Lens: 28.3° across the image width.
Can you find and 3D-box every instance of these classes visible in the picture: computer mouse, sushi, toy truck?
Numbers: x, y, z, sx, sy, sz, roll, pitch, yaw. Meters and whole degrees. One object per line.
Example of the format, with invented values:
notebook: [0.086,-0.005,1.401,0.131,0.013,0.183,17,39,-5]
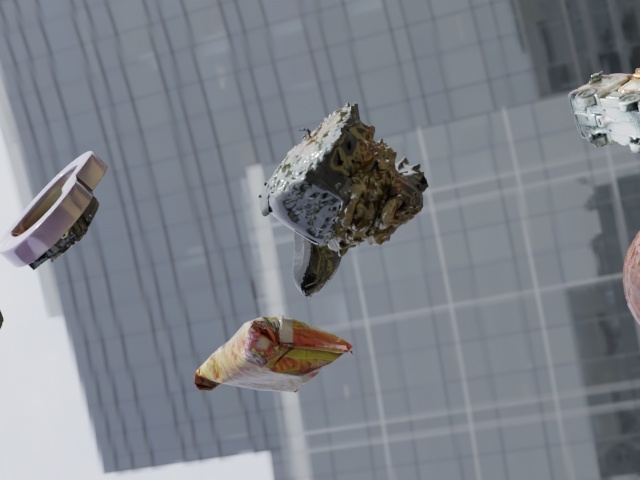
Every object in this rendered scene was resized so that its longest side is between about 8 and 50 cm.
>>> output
computer mouse: [0.000,0.000,2.363,0.122,0.073,0.217,-17,-71,-61]
sushi: [0.047,-0.080,2.018,0.218,0.225,0.238,34,-125,-17]
toy truck: [0.547,-0.221,2.129,0.135,0.270,0.114,-31,-66,-23]

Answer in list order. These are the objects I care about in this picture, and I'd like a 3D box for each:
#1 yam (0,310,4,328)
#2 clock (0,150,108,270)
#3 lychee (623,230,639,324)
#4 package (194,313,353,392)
yam: [-0.444,0.111,1.571,0.146,0.069,0.070,-3,-98,-74]
clock: [-0.346,-0.023,1.647,0.064,0.172,0.198,44,-157,-17]
lychee: [0.522,0.055,1.690,0.300,0.255,0.255,-39,-58,-24]
package: [-0.084,0.216,2.367,0.223,0.288,0.108,14,-118,-25]
